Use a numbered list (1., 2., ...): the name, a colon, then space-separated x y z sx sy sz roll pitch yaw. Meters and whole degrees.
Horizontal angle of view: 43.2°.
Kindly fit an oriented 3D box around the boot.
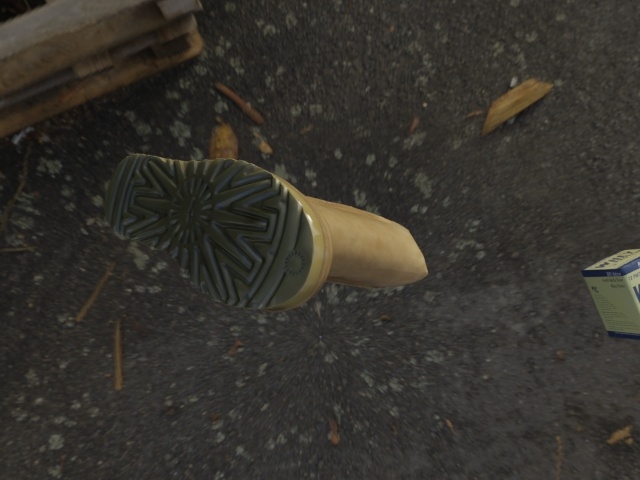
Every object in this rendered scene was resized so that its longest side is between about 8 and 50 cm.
1. boot: 0.000 0.000 0.642 0.236 0.270 0.089 26 99 43

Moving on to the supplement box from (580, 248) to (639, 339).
1. supplement box: 0.339 0.057 0.871 0.056 0.083 0.083 -24 91 -12
